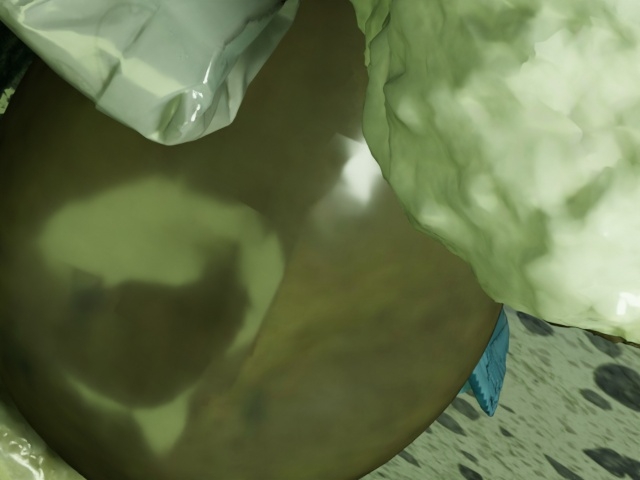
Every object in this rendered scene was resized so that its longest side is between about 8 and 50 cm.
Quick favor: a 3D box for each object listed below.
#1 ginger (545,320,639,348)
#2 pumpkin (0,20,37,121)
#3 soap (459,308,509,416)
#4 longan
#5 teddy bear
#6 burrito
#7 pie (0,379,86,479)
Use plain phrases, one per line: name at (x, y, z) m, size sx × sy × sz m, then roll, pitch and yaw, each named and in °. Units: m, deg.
ginger at (0.152, -0.013, 1.013) m, size 0.166 × 0.080 × 0.333 m, roll 47°, pitch 162°, yaw -14°
pumpkin at (-0.156, -0.100, 1.203) m, size 0.211 × 0.152 × 0.211 m, roll 39°, pitch -169°, yaw -9°
soap at (0.000, 0.000, 1.315) m, size 0.293 × 0.077 × 0.156 m, roll 27°, pitch 161°, yaw 28°
longan at (-0.035, -0.015, 1.000) m, size 0.288 × 0.288 × 0.350 m, roll 33°, pitch 128°, yaw 9°
teddy bear at (0.126, -0.168, 0.574) m, size 0.327 × 0.375 × 0.362 m, roll 8°, pitch 118°, yaw 2°
burrito at (-0.162, -0.223, 0.683) m, size 0.445 × 0.139 × 0.101 m, roll 48°, pitch 136°, yaw 0°
pie at (-0.168, 0.044, 1.204) m, size 0.337 × 0.075 × 0.337 m, roll 33°, pitch -153°, yaw -19°
